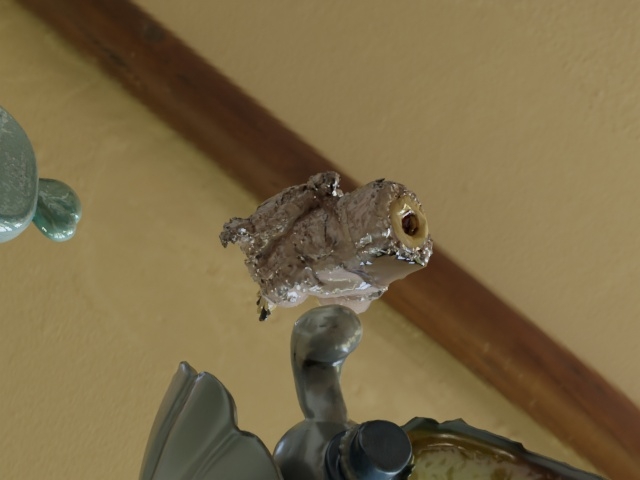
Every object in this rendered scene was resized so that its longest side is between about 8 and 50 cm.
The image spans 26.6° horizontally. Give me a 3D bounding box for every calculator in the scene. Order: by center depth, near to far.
[{"bbox_3d":[-0.313,-0.086,1.086,0.295,0.042,0.184,37,-157,-30],"label":"calculator"}]

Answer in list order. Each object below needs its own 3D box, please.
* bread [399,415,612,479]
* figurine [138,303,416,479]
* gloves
[{"bbox_3d":[0.105,0.216,0.690,0.251,0.133,0.174,20,-126,39],"label":"bread"},{"bbox_3d":[-0.004,0.071,0.344,0.082,0.086,0.094,-11,-136,-32],"label":"figurine"},{"bbox_3d":[0.008,0.000,0.950,0.144,0.110,0.094,-9,-104,19],"label":"gloves"}]
